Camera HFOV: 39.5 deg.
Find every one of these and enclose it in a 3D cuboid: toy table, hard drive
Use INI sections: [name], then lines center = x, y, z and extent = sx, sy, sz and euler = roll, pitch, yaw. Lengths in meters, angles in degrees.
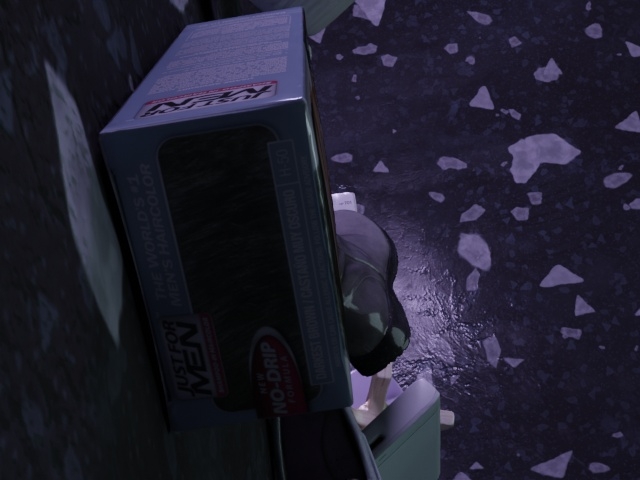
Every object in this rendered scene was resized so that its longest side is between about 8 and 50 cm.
[toy table]
center = 0.097, 0.332, 1.587
extent = 0.161, 0.252, 0.274
euler = 105, -19, -58
[hard drive]
center = 0.086, 0.360, 1.328
extent = 0.047, 0.233, 0.353
euler = 42, -19, 27

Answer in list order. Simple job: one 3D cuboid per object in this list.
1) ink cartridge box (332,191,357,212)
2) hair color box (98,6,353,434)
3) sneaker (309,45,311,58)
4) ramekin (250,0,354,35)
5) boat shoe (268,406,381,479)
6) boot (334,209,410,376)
[ink cartridge box]
center = 0.010, -0.019, 1.784
extent = 0.191, 0.139, 0.082
euler = 73, 11, -72
[hair color box]
center = -0.050, -0.047, 0.650
extent = 0.374, 0.113, 0.185
euler = -92, 173, -68
[sneaker]
center = -0.063, -0.181, 1.122
extent = 0.292, 0.110, 0.118
euler = 56, 34, -84
[ramekin]
center = -0.045, -0.324, 1.003
extent = 0.207, 0.109, 0.207
euler = 40, 15, -14
[boat shoe]
center = 0.002, 0.238, 0.947
extent = 0.103, 0.118, 0.320
euler = 66, 10, -58
[boot]
center = 0.000, 0.000, 1.143
extent = 0.223, 0.118, 0.338
euler = 45, 11, -27
